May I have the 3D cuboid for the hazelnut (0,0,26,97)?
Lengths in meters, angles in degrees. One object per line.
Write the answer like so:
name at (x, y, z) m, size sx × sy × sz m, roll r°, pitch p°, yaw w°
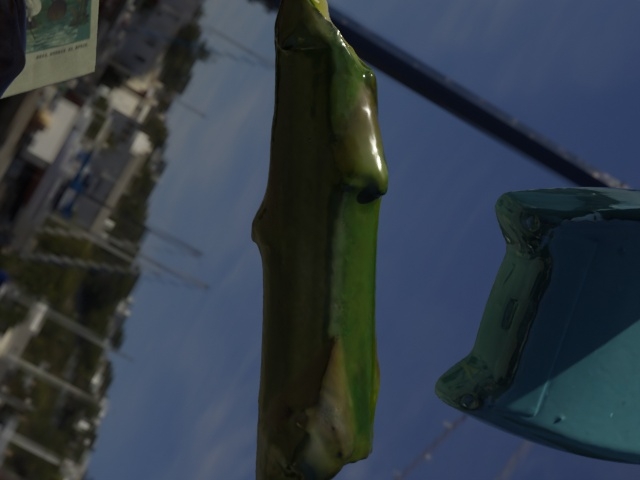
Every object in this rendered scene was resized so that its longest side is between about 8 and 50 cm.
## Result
hazelnut at (-0.282, -0.152, 0.991) m, size 0.150 × 0.150 × 0.150 m, roll -56°, pitch -168°, yaw 19°

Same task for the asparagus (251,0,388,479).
asparagus at (0.000, 0.000, 0.856) m, size 0.082 × 0.085 × 0.343 m, roll -127°, pitch -140°, yaw -86°

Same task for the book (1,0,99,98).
book at (-0.277, -0.280, 1.346) m, size 0.215 × 0.025 × 0.283 m, roll -32°, pitch 131°, yaw -57°

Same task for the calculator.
calculator at (0.307, 0.087, 1.276) m, size 0.054 × 0.386 × 0.256 m, roll -134°, pitch -123°, yaw -62°
